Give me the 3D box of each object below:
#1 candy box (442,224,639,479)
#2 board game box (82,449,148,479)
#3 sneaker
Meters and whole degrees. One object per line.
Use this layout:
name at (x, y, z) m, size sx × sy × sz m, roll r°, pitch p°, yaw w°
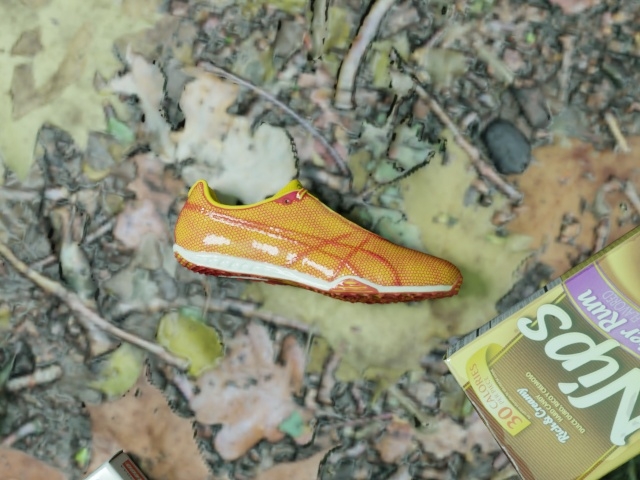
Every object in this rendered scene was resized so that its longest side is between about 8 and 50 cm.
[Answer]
candy box at (0.178, 0.062, 0.963) m, size 0.186 × 0.053 × 0.109 m, roll -34°, pitch 90°, yaw 8°
board game box at (-0.101, 0.306, 1.001) m, size 0.193 × 0.053 × 0.305 m, roll -40°, pitch 88°, yaw 6°
sneaker at (0.000, 0.000, 0.975) m, size 0.175 × 0.064 × 0.067 m, roll 12°, pitch 84°, yaw 3°
